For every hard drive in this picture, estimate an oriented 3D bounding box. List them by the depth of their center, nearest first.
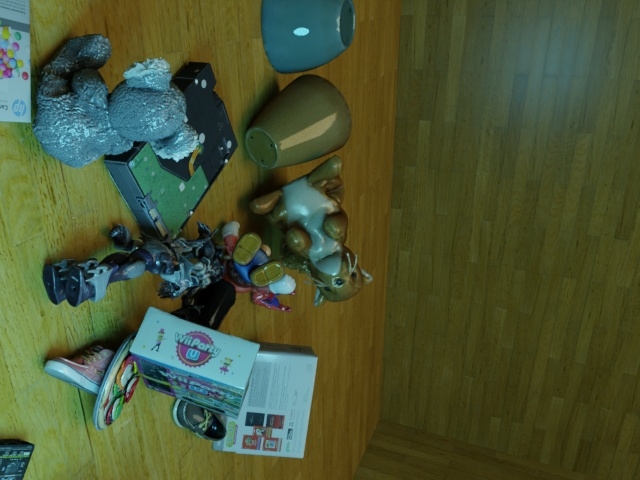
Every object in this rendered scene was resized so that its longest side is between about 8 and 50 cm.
[{"bbox_3d":[-0.301,-0.188,1.210,0.236,0.064,0.338,75,30,-48],"label":"hard drive"}]

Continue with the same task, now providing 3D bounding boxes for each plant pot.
[{"bbox_3d":[-0.083,-0.303,1.565,0.254,0.237,0.237,-40,138,-38],"label":"plant pot"},{"bbox_3d":[-0.014,-0.615,1.598,0.290,0.196,0.290,10,90,-70],"label":"plant pot"}]

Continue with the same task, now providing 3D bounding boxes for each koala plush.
[{"bbox_3d":[-0.313,-0.207,0.906,0.203,0.221,0.196,-73,161,-46],"label":"koala plush"}]

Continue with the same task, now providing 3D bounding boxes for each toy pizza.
[{"bbox_3d":[-0.389,0.279,1.125,0.201,0.032,0.201,-162,-90,-89],"label":"toy pizza"}]

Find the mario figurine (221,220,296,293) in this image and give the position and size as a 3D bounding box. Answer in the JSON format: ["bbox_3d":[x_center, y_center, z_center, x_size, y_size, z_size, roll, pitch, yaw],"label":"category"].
[{"bbox_3d":[-0.160,0.040,1.427,0.320,0.170,0.198,162,-76,-74],"label":"mario figurine"}]

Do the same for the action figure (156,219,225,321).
[{"bbox_3d":[-0.293,0.062,1.248,0.275,0.141,0.164,-84,165,-63],"label":"action figure"}]

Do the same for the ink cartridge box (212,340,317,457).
[{"bbox_3d":[-0.169,0.468,1.693,0.130,0.272,0.309,-157,-105,-79],"label":"ink cartridge box"}]

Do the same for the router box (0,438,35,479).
[{"bbox_3d":[-0.524,0.365,0.897,0.122,0.038,0.092,47,54,-64],"label":"router box"}]

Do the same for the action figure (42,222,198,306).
[{"bbox_3d":[-0.347,0.040,1.043,0.285,0.185,0.099,-26,127,-54],"label":"action figure"}]

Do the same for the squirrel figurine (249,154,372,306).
[{"bbox_3d":[0.000,0.000,1.678,0.370,0.281,0.397,61,-6,0],"label":"squirrel figurine"}]

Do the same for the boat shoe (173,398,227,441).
[{"bbox_3d":[-0.308,0.464,1.472,0.227,0.069,0.081,69,36,-54],"label":"boat shoe"}]

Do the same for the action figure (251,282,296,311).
[{"bbox_3d":[-0.119,0.176,1.768,0.280,0.139,0.091,31,69,-66],"label":"action figure"}]

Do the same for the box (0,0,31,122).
[{"bbox_3d":[-0.468,-0.259,0.772,0.145,0.038,0.186,-21,119,-67],"label":"box"}]

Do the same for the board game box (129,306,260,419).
[{"bbox_3d":[-0.253,0.261,1.163,0.303,0.224,0.097,110,-1,-60],"label":"board game box"}]

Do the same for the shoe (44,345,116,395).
[{"bbox_3d":[-0.435,0.227,1.046,0.178,0.064,0.081,73,31,-60],"label":"shoe"}]

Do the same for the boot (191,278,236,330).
[{"bbox_3d":[-0.275,0.170,1.335,0.246,0.094,0.207,109,5,-59],"label":"boot"}]
